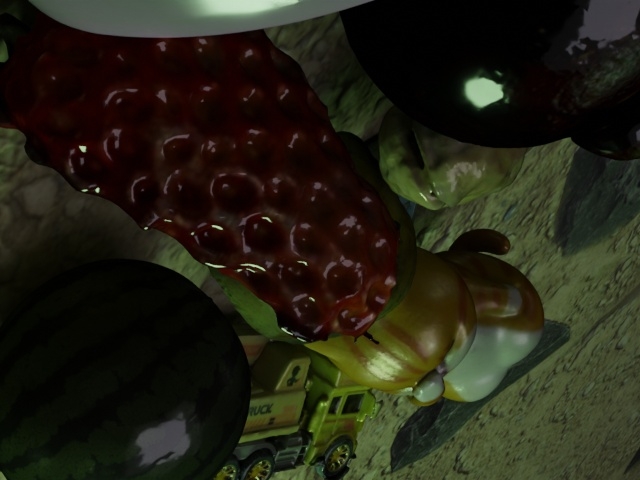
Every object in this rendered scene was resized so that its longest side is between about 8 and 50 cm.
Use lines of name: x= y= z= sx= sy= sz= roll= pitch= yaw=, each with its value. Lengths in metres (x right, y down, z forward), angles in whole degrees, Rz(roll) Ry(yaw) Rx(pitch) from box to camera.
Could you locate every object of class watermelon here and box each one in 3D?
watermelon: x=-0.162 y=0.121 z=0.967 sx=0.212 sy=0.212 sz=0.212 roll=-34 pitch=149 yaw=-24

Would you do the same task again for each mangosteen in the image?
mangosteen: x=0.161 y=-0.190 z=0.913 sx=0.297 sy=0.313 sz=0.297 roll=-29 pitch=-169 yaw=6

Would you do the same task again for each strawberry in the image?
strawberry: x=-0.072 y=-0.078 z=0.789 sx=0.253 sy=0.280 sz=0.150 roll=23 pitch=104 yaw=-51

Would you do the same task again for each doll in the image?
doll: x=0.113 y=0.081 z=1.261 sx=0.167 sy=0.162 sz=0.269 roll=-54 pitch=153 yaw=21

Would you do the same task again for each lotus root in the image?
lotus root: x=0.002 y=0.003 z=1.072 sx=0.183 sy=0.078 sz=0.203 roll=-40 pitch=109 yaw=-9

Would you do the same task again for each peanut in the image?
peanut: x=0.135 y=-0.108 z=1.123 sx=0.130 sy=0.130 sz=0.290 roll=-67 pitch=172 yaw=31

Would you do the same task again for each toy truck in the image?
toy truck: x=-0.057 y=0.156 z=1.248 sx=0.272 sy=0.124 sz=0.157 roll=4 pitch=113 yaw=-51

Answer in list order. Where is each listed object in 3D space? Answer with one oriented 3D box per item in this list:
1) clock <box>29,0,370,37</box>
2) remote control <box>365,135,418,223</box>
clock: x=-0.036 y=-0.252 z=0.553 sx=0.338 sy=0.338 sz=0.102 roll=-46 pitch=149 yaw=-4
remote control: x=0.058 y=-0.014 z=1.276 sx=0.098 sy=0.038 sz=0.233 roll=-27 pitch=146 yaw=-32
